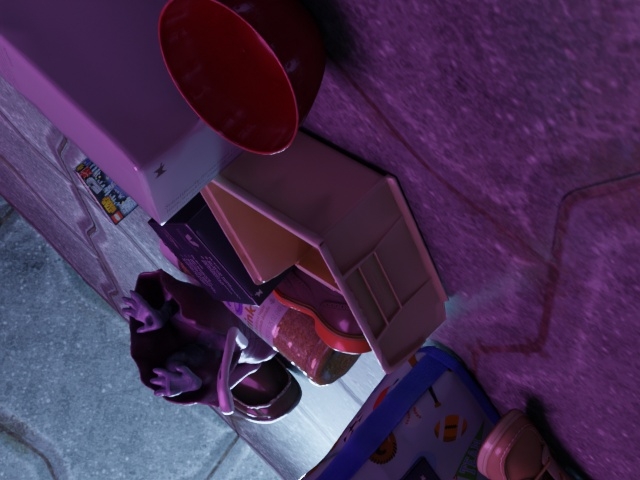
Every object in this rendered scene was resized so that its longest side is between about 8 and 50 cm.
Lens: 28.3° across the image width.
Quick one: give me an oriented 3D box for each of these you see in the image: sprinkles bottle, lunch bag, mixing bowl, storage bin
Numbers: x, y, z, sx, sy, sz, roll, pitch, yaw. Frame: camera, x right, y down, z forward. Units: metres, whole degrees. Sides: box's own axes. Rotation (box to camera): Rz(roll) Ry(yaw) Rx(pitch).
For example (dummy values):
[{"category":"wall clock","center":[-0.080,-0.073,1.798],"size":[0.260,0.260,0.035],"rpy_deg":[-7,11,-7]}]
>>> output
[{"category":"sprinkles bottle","center":[-0.089,0.072,1.926],"size":[0.355,0.121,0.121],"rpy_deg":[38,161,28]},{"category":"lunch bag","center":[0.095,0.353,1.751],"size":[0.239,0.328,0.385],"rpy_deg":[33,158,26]},{"category":"mixing bowl","center":[-0.061,-0.185,1.250],"size":[0.181,0.098,0.181],"rpy_deg":[32,147,24]},{"category":"storage bin","center":[0.000,0.000,1.524],"size":[0.262,0.123,0.260],"rpy_deg":[31,157,43]}]

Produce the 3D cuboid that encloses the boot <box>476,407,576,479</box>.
[{"category":"boot","center":[0.303,0.326,1.575],"size":[0.203,0.095,0.262],"rpy_deg":[37,163,33]}]

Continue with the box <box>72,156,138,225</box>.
[{"category":"box","center":[-0.370,-0.105,2.265],"size":[0.027,0.094,0.137],"rpy_deg":[31,158,46]}]

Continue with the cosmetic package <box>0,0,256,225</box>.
[{"category":"cosmetic package","center":[-0.241,-0.229,1.433],"size":[0.385,0.217,0.156],"rpy_deg":[44,165,16]}]

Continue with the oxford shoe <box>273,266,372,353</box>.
[{"category":"oxford shoe","center":[0.006,0.054,1.751],"size":[0.271,0.097,0.098],"rpy_deg":[38,129,52]}]

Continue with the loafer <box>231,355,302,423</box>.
[{"category":"loafer","center":[-0.184,0.227,2.506],"size":[0.366,0.134,0.130],"rpy_deg":[35,160,36]}]

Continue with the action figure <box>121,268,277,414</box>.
[{"category":"action figure","center":[-0.148,0.140,2.078],"size":[0.275,0.248,0.370],"rpy_deg":[7,-178,33]}]

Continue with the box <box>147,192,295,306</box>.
[{"category":"box","center":[-0.136,0.003,1.760],"size":[0.156,0.093,0.158],"rpy_deg":[50,161,-19]}]
